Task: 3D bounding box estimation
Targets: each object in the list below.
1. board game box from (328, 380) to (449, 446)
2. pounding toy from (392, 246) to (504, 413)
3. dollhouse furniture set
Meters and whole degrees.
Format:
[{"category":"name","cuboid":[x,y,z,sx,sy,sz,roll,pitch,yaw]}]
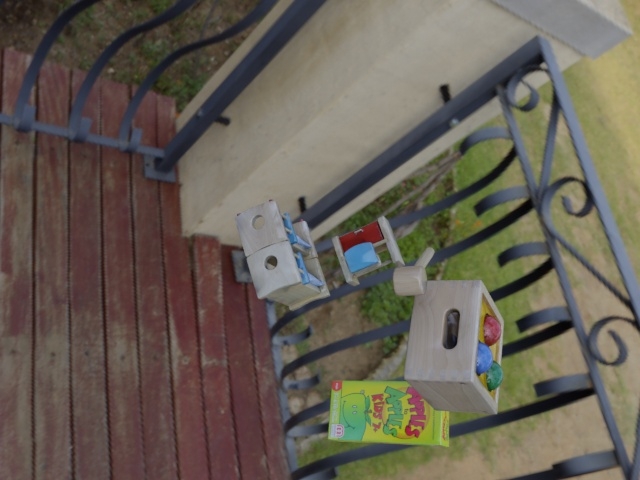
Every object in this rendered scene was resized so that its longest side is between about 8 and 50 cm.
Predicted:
[{"category":"board game box","cuboid":[0.104,0.265,1.093,0.043,0.181,0.092,37,53,-56]},{"category":"pounding toy","cuboid":[0.162,0.089,0.855,0.206,0.094,0.181,49,45,-51]},{"category":"dollhouse furniture set","cuboid":[0.000,0.000,1.011,0.129,0.184,0.128,34,35,-67]}]
